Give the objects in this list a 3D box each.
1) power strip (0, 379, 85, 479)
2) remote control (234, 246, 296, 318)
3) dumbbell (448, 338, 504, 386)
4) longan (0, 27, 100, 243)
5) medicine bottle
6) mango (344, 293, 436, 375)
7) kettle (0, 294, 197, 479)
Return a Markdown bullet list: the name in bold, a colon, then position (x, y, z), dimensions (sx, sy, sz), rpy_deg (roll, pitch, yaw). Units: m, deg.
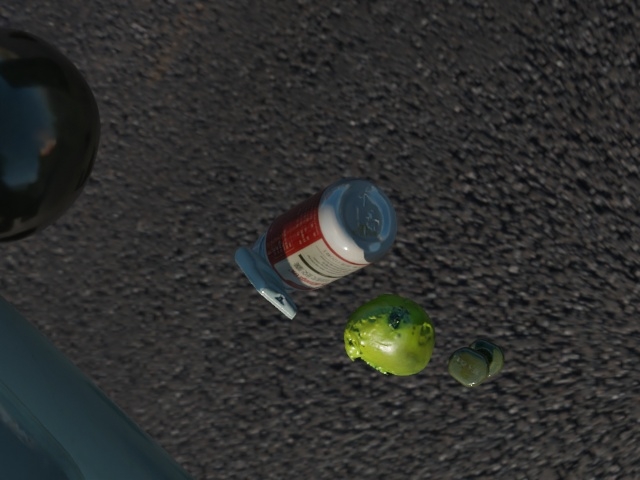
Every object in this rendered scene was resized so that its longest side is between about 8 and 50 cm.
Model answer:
- **power strip**: position (-0.177, 0.150, 0.474), dimensions (0.193, 0.059, 0.265), rpy_deg (46, 128, -1)
- **remote control**: position (-0.069, 0.050, 1.462), dimensions (0.061, 0.162, 0.029), rpy_deg (40, 92, -23)
- **dumbbell**: position (0.197, 0.153, 1.444), dimensions (0.052, 0.118, 0.046), rpy_deg (33, 102, 17)
- **longan**: position (-0.280, -0.087, 0.961), dimensions (0.204, 0.159, 0.185), rpy_deg (-3, 67, 31)
- **medicine bottle**: position (0.000, 0.000, 1.743), dimensions (0.250, 0.131, 0.131), rpy_deg (-29, 71, 53)
- **mango**: position (0.099, 0.133, 1.589), dimensions (0.119, 0.178, 0.100), rpy_deg (6, 67, 16)
- **kettle**: position (-0.242, 0.143, 0.834), dimensions (0.205, 0.318, 0.265), rpy_deg (-26, 31, 25)
